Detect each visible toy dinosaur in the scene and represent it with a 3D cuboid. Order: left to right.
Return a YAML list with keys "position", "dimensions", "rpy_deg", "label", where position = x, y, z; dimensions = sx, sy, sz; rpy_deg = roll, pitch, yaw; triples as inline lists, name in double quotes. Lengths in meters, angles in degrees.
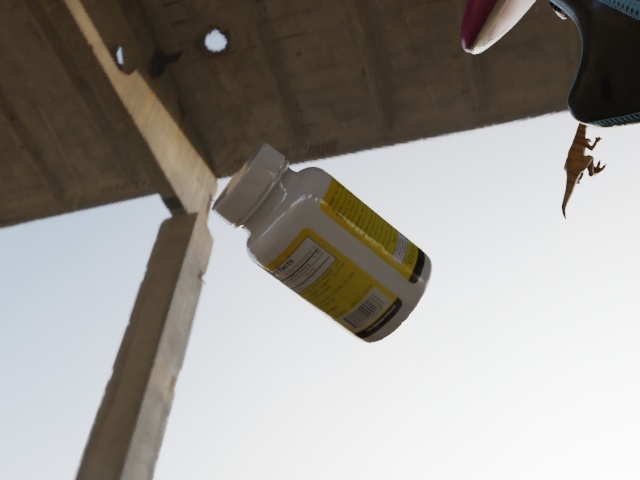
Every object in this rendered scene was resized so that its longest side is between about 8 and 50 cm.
- position: [0.448, -0.126, 1.192]
  dimensions: [0.064, 0.212, 0.112]
  rpy_deg: [8, -9, 43]
  label: "toy dinosaur"

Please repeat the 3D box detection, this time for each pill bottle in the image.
- position: [0.000, 0.000, 0.376]
  dimensions: [0.116, 0.065, 0.065]
  rpy_deg: [39, -53, -14]
  label: "pill bottle"

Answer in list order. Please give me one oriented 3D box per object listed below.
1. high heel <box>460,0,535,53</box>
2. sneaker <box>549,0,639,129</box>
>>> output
- position: [0.229, -0.428, 0.818]
  dimensions: [0.181, 0.127, 0.377]
  rpy_deg: [40, -62, 23]
  label: "high heel"
- position: [0.210, -0.246, 0.494]
  dimensions: [0.125, 0.341, 0.139]
  rpy_deg: [9, -23, -34]
  label: "sneaker"
